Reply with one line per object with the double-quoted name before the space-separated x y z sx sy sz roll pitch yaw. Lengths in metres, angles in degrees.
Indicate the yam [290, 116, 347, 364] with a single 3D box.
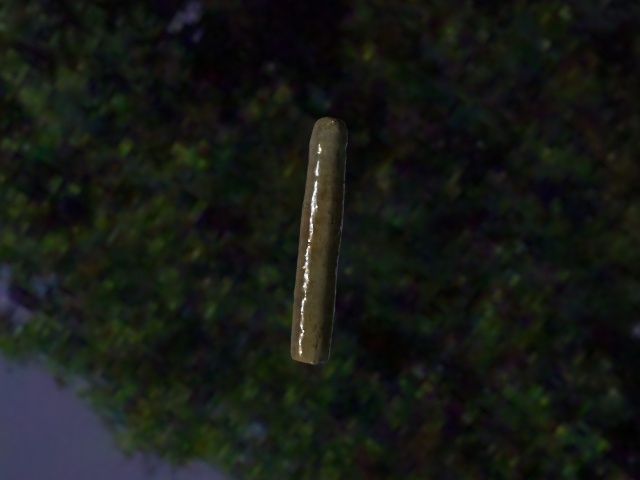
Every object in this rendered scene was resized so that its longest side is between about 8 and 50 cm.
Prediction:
"yam" 0.000 0.000 0.852 0.021 0.116 0.021 4 176 0
